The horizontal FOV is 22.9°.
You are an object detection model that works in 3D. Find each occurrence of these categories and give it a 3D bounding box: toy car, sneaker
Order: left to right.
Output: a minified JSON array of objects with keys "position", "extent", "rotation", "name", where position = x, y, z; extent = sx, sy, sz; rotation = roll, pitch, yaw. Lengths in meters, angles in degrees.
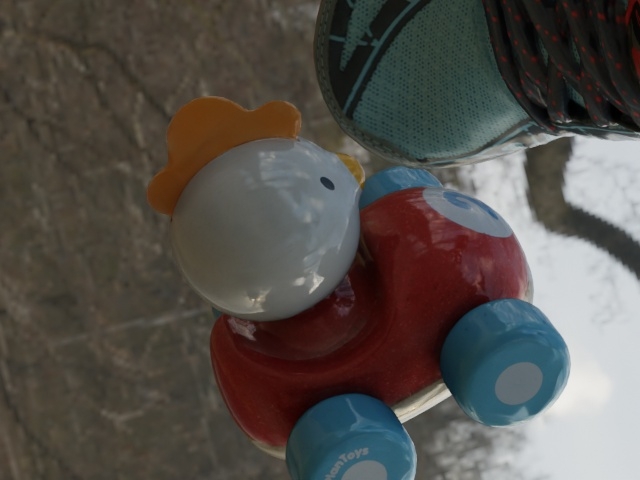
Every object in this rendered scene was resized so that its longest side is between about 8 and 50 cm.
[{"position":[0.000,0.000,0.946],"extent":[0.238,0.210,0.219],"rotation":[58,0,-34],"name":"toy car"},{"position":[0.079,-0.072,0.362],"extent":[0.104,0.125,0.262],"rotation":[45,-43,-17],"name":"sneaker"}]
